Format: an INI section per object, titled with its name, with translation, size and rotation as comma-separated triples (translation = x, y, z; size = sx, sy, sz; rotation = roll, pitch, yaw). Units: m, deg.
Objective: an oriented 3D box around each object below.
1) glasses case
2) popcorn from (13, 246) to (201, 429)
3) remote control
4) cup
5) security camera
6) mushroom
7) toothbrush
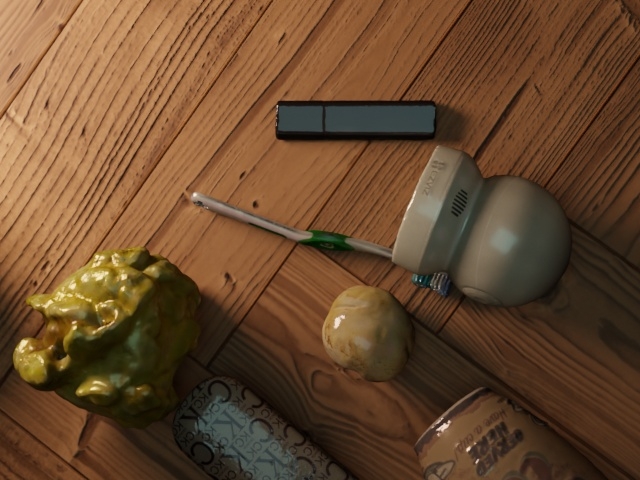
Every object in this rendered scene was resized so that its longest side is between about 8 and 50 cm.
[glasses case]
translation = -0.059, 0.340, 1.868
size = 0.354, 0.085, 0.137
rotation = 40, 88, 0
[popcorn]
translation = -0.298, 0.130, 1.867
size = 0.241, 0.235, 0.250
rotation = 30, 80, -33
[remote control]
translation = 0.051, -0.180, 1.913
size = 0.245, 0.025, 0.063
rotation = 0, 92, 9
[cup]
translation = 0.243, 0.366, 1.797
size = 0.257, 0.227, 0.301
rotation = 50, 125, 20
[security camera]
translation = 0.237, -0.011, 1.795
size = 0.236, 0.194, 0.195
rotation = 21, 91, 7
[mushroom]
translation = 0.071, 0.135, 1.853
size = 0.148, 0.112, 0.148
rotation = 11, 50, -13
[toothbrush]
translation = 0.002, -0.005, 1.906
size = 0.418, 0.042, 0.040
rotation = 20, 72, 9
